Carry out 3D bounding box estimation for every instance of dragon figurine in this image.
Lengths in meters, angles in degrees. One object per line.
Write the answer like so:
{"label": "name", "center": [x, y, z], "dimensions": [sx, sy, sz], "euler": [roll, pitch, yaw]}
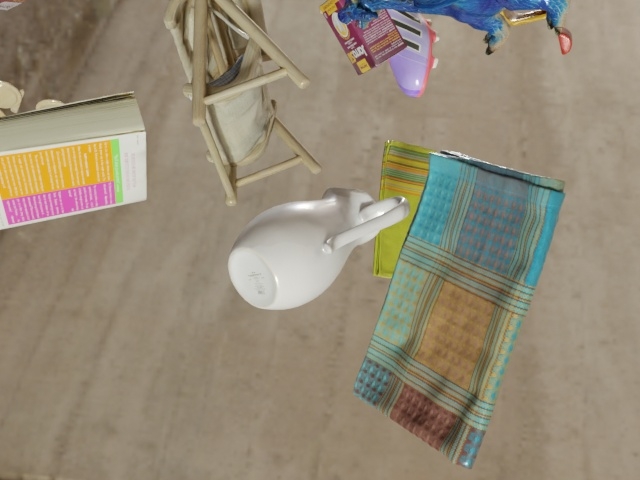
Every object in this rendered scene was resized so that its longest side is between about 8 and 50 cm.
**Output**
{"label": "dragon figurine", "center": [0.128, -0.221, 0.868], "dimensions": [0.289, 0.144, 0.085], "euler": [-4, -103, 59]}

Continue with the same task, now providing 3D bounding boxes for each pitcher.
{"label": "pitcher", "center": [0.000, 0.000, 1.324], "dimensions": [0.207, 0.177, 0.126], "euler": [-32, 103, -41]}

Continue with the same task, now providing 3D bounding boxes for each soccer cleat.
{"label": "soccer cleat", "center": [0.090, -0.287, 1.349], "dimensions": [0.083, 0.095, 0.248], "euler": [119, -29, -58]}

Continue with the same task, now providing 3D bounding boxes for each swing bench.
{"label": "swing bench", "center": [-0.121, -0.233, 1.540], "dimensions": [0.253, 0.165, 0.255], "euler": [77, -9, -64]}

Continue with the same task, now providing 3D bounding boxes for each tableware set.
{"label": "tableware set", "center": [-0.468, -0.194, 1.643], "dimensions": [0.141, 0.168, 0.020], "euler": [-34, -139, 44]}

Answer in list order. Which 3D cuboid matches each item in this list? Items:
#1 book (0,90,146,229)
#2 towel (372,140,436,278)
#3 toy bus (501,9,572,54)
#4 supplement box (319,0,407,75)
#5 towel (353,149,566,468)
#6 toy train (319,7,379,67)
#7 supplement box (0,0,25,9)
{"label": "book", "center": [-0.190, -0.044, 0.705], "dimensions": [0.096, 0.144, 0.035], "euler": [103, -29, -57]}
{"label": "towel", "center": [0.147, -0.050, 1.837], "dimensions": [0.021, 0.102, 0.237], "euler": [-2, -99, 64]}
{"label": "toy bus", "center": [0.323, -0.393, 1.647], "dimensions": [0.202, 0.104, 0.191], "euler": [53, 33, -53]}
{"label": "supplement box", "center": [0.043, -0.217, 1.073], "dimensions": [0.083, 0.043, 0.055], "euler": [59, -18, -7]}
{"label": "towel", "center": [0.170, 0.073, 1.374], "dimensions": [0.271, 0.040, 0.370], "euler": [24, -83, 59]}
{"label": "toy train", "center": [0.054, -0.322, 1.601], "dimensions": [0.046, 0.125, 0.166], "euler": [-44, -169, 9]}
{"label": "supplement box", "center": [-0.419, -0.430, 1.598], "dimensions": [0.130, 0.239, 0.073], "euler": [-41, 109, -75]}
